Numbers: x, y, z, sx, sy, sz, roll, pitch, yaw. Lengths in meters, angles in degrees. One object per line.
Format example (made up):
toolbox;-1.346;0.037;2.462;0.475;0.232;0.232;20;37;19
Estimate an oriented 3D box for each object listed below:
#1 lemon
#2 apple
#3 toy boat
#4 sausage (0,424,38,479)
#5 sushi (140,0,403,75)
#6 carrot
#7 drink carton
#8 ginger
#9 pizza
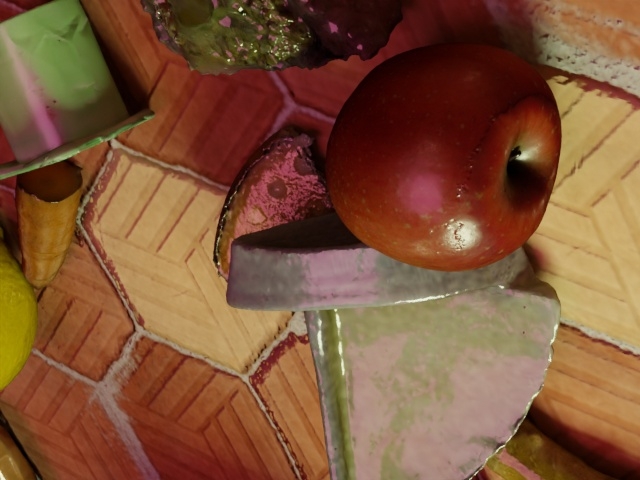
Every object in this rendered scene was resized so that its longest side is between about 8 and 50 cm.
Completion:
lemon;-0.414;0.084;1.761;0.187;0.187;0.244;16;99;32
apple;0.096;-0.067;1.194;0.168;0.181;0.181;22;134;36
toy boat;0.080;0.087;1.353;0.276;0.111;0.293;-23;105;19
sausage;-0.434;0.329;2.020;0.136;0.120;0.241;11;130;50
sushi;-0.054;-0.197;1.279;0.241;0.107;0.161;39;143;9
carrot;-0.304;-0.006;1.680;0.072;0.072;0.205;36;141;13
drink carton;-0.259;-0.153;1.476;0.146;0.144;0.142;-14;102;46
ginger;0.226;0.219;1.399;0.299;0.065;0.118;39;134;14
pizza;0.000;0.000;1.430;0.195;0.052;0.185;33;122;7
